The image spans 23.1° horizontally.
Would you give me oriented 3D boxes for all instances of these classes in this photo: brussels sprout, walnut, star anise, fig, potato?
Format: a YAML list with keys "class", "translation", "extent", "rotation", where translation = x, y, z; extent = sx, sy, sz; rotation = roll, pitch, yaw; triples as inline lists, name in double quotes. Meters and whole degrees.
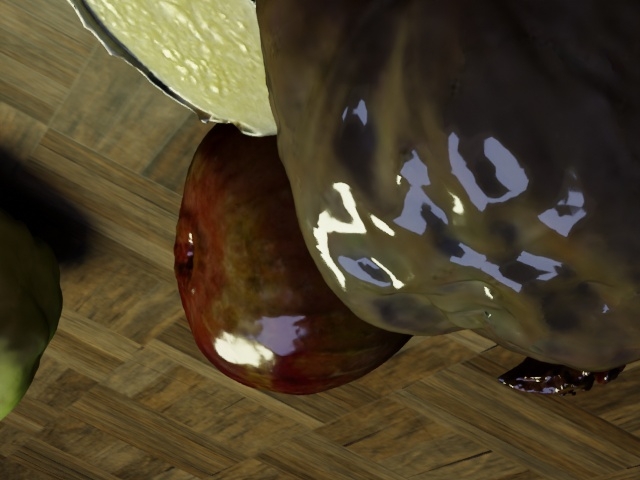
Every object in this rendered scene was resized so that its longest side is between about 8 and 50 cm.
- class: "brussels sprout"
  translation: [-0.363, 0.048, 1.380]
  extent: [0.273, 0.243, 0.316]
  rotation: [51, 148, -3]
- class: "walnut"
  translation: [0.093, -0.062, 0.722]
  extent: [0.273, 0.227, 0.273]
  rotation: [16, 160, 6]
- class: "star anise"
  translation: [0.226, 0.079, 1.037]
  extent: [0.158, 0.144, 0.140]
  rotation: [1, 132, -25]
- class: "fig"
  translation: [0.000, 0.000, 1.014]
  extent: [0.205, 0.205, 0.205]
  rotation: [19, 156, 9]
- class: "potato"
  translation: [-0.064, -0.149, 0.865]
  extent: [0.164, 0.081, 0.200]
  rotation: [17, 154, 33]
